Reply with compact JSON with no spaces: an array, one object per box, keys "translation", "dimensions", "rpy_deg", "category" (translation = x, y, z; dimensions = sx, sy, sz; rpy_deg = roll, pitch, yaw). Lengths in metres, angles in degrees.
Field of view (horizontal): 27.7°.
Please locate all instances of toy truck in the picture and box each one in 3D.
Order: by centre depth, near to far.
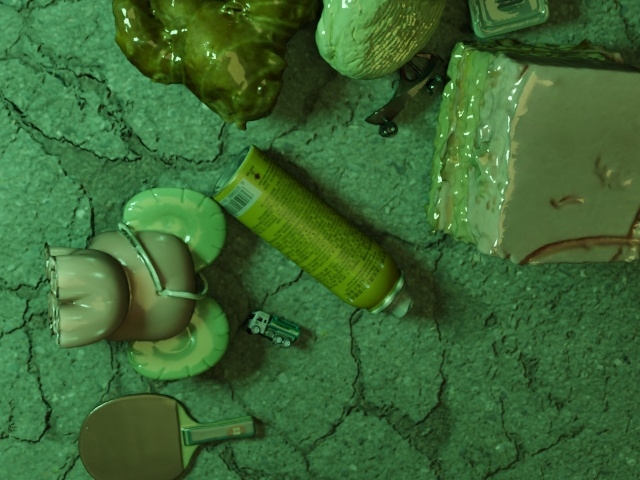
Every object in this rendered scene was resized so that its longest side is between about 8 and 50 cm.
[{"translation":[-0.074,0.137,2.000],"dimensions":[0.083,0.039,0.044],"rpy_deg":[25,78,-16],"category":"toy truck"}]

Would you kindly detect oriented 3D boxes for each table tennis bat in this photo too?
[{"translation":[-0.237,0.305,2.010],"dimensions":[0.274,0.021,0.154],"rpy_deg":[-7,102,-8],"category":"table tennis bat"}]

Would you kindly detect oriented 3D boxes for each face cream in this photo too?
[{"translation":[0.000,0.000,1.953],"dimensions":[0.348,0.105,0.105],"rpy_deg":[38,92,-15],"category":"face cream"}]

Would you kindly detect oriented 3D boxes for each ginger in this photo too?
[{"translation":[-0.141,-0.356,1.843],"dimensions":[0.274,0.152,0.358],"rpy_deg":[20,96,6],"category":"ginger"}]

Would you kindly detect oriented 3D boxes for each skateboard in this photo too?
[{"translation":[0.123,-0.231,1.962],"dimensions":[0.080,0.067,0.151],"rpy_deg":[43,85,-5],"category":"skateboard"}]

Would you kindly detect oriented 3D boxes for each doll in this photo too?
[{"translation":[-0.256,0.070,1.863],"dimensions":[0.268,0.216,0.284],"rpy_deg":[-5,99,-16],"category":"doll"}]

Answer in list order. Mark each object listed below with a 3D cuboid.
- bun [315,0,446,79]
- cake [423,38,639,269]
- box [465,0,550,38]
[{"translation":[0.074,-0.337,1.863],"dimensions":[0.220,0.220,0.134],"rpy_deg":[-45,63,0],"category":"bun"},{"translation":[0.328,-0.134,1.888],"dimensions":[0.293,0.307,0.314],"rpy_deg":[0,101,-13],"category":"cake"},{"translation":[0.277,-0.361,1.960],"dimensions":[0.122,0.062,0.089],"rpy_deg":[-15,103,-7],"category":"box"}]
